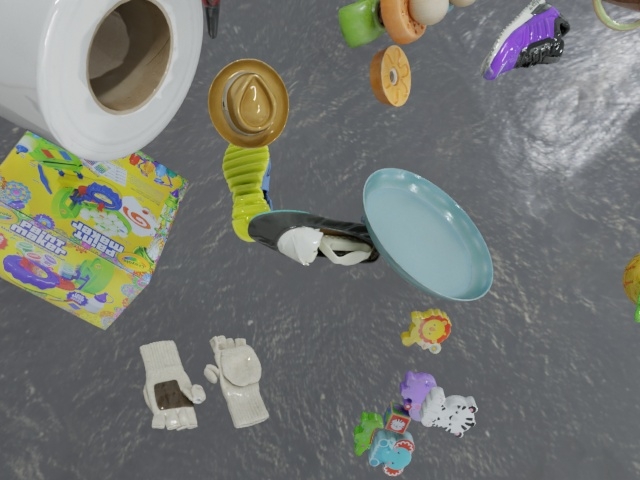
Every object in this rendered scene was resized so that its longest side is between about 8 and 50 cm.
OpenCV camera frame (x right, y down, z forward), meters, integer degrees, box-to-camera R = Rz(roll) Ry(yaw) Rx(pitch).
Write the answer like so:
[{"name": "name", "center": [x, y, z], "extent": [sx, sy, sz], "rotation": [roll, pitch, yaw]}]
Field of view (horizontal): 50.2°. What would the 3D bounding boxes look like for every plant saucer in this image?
[{"name": "plant saucer", "center": [0.203, -0.007, 1.333], "extent": [0.318, 0.317, 0.043], "rotation": [35, 127, -10]}]

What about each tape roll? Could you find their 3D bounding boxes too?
[{"name": "tape roll", "center": [-0.269, -0.229, 0.749], "extent": [0.169, 0.246, 0.246], "rotation": [27, 100, 20]}]

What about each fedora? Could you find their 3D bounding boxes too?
[{"name": "fedora", "center": [-0.146, -0.293, 1.464], "extent": [0.194, 0.079, 0.194], "rotation": [-3, 98, -19]}]

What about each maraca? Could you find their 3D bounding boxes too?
[{"name": "maraca", "center": [0.688, 0.092, 1.441], "extent": [0.099, 0.185, 0.127], "rotation": [10, 129, 31]}]

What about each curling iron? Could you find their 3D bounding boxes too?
[{"name": "curling iron", "center": [-0.205, -0.440, 1.270], "extent": [0.035, 0.274, 0.068], "rotation": [10, 82, -9]}]

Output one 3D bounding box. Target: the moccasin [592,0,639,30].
[{"name": "moccasin", "center": [0.270, -0.204, 0.447], "extent": [0.147, 0.380, 0.139], "rotation": [-1, 114, -12]}]

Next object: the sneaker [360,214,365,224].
[{"name": "sneaker", "center": [0.142, -0.009, 1.466], "extent": [0.135, 0.052, 0.058], "rotation": [28, 117, 1]}]

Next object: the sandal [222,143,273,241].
[{"name": "sandal", "center": [-0.181, -0.128, 1.779], "extent": [0.126, 0.138, 0.317], "rotation": [-4, 69, 4]}]

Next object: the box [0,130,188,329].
[{"name": "box", "center": [-0.430, -0.048, 1.216], "extent": [0.290, 0.279, 0.177], "rotation": [33, 128, -20]}]

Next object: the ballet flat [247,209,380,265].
[{"name": "ballet flat", "center": [0.000, 0.000, 1.330], "extent": [0.281, 0.096, 0.095], "rotation": [4, 128, -24]}]

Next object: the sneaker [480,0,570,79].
[{"name": "sneaker", "center": [0.515, -0.473, 1.665], "extent": [0.146, 0.102, 0.293], "rotation": [40, 68, 8]}]

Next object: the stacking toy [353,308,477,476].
[{"name": "stacking toy", "center": [0.095, 0.204, 0.754], "extent": [0.052, 0.167, 0.221], "rotation": [20, 112, -8]}]

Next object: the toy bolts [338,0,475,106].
[{"name": "toy bolts", "center": [0.169, -0.349, 1.106], "extent": [0.159, 0.228, 0.218], "rotation": [2, 133, 35]}]

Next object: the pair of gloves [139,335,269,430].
[{"name": "pair of gloves", "center": [-0.230, 0.278, 1.362], "extent": [0.240, 0.204, 0.042], "rotation": [0, 141, -22]}]
